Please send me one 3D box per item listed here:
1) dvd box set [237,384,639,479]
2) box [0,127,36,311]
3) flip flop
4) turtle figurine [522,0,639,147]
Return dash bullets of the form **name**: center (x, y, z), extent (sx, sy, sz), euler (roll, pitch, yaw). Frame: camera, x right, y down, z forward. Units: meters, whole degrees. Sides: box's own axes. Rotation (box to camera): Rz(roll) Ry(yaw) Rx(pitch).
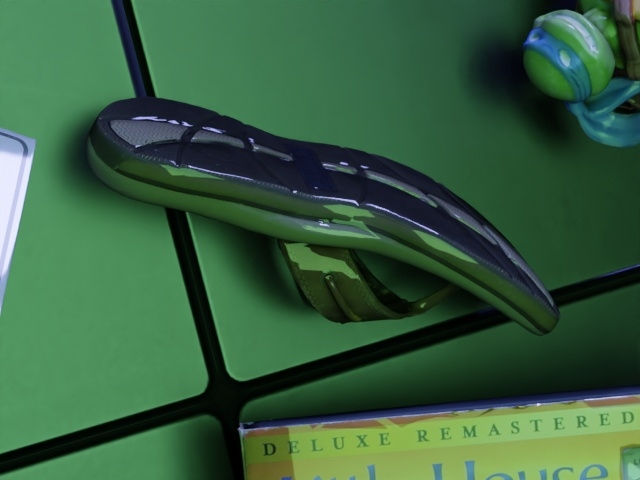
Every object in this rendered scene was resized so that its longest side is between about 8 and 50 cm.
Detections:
- **dvd box set**: center (0.124, 0.291, 1.035), extent (0.308, 0.062, 0.420), euler (-6, 89, -4)
- **box**: center (-0.295, -0.009, 0.927), extent (0.290, 0.087, 0.169), euler (19, 50, -16)
- **flip flop**: center (0.000, 0.000, 1.060), extent (0.277, 0.112, 0.080), euler (16, 111, -19)
- **turtle figurine**: center (0.205, -0.213, 1.072), extent (0.266, 0.198, 0.274), euler (-34, 103, -19)
